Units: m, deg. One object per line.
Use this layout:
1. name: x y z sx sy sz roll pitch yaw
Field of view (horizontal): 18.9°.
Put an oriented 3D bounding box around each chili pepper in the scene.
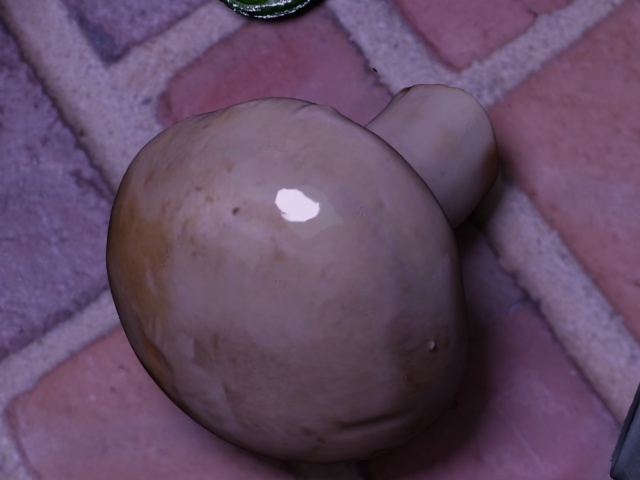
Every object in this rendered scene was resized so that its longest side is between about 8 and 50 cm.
1. chili pepper: -0.044 -0.202 1.559 0.118 0.035 0.055 0 61 20

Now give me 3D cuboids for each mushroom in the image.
1. mushroom: 0.000 0.000 1.403 0.292 0.292 0.290 26 48 16

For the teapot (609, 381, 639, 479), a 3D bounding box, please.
1. teapot: 0.322 0.155 1.332 0.225 0.171 0.203 22 110 9
